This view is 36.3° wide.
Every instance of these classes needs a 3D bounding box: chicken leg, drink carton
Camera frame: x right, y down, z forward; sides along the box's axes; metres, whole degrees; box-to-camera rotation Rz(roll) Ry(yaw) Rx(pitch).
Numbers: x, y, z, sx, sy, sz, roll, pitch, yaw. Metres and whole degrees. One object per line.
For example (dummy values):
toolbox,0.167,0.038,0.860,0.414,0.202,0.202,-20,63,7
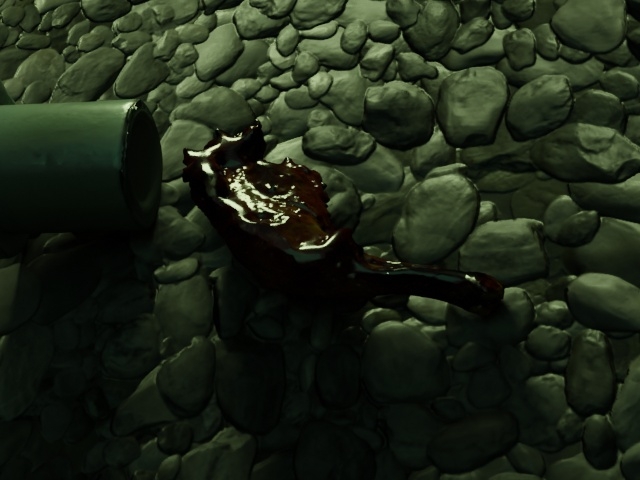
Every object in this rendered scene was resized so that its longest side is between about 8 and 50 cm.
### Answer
chicken leg,0.000,0.000,1.035,0.407,0.096,0.158,28,54,26
drink carton,-0.290,-0.078,1.129,0.189,0.185,0.191,1,61,6
